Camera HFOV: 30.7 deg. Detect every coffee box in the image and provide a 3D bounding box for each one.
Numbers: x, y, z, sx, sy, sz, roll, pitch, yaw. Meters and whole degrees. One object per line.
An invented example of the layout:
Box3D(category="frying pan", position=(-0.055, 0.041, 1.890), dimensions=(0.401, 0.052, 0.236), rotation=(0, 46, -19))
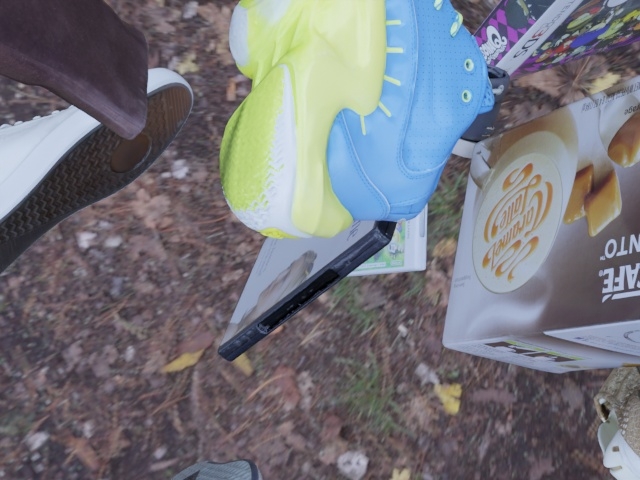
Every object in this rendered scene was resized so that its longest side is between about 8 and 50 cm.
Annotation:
Box3D(category="coffee box", position=(0.178, -0.005, 0.648), dimensions=(0.098, 0.246, 0.141), rotation=(15, 77, -21))

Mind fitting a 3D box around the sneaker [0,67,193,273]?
Box3D(category="sneaker", position=(-0.253, -0.079, 1.021), dimensions=(0.290, 0.106, 0.123), rotation=(-36, 63, -6))

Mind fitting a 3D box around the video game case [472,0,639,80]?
Box3D(category="video game case", position=(0.254, -0.217, 0.982), dimensions=(0.232, 0.210, 0.041), rotation=(-19, 76, -28))

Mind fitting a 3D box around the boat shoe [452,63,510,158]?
Box3D(category="boat shoe", position=(0.041, -0.113, 0.735), dimensions=(0.065, 0.206, 0.075), rotation=(-58, 41, 17))

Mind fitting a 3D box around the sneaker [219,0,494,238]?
Box3D(category="sneaker", position=(0.023, -0.117, 0.563), dimensions=(0.126, 0.091, 0.240), rotation=(7, 94, -31))

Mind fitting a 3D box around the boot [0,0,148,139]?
Box3D(category="boot", position=(-0.173, -0.124, 0.645), dimensions=(0.090, 0.248, 0.207), rotation=(-42, 121, 18))

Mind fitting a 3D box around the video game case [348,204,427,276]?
Box3D(category="video game case", position=(0.098, -0.044, 1.854), dimensions=(0.023, 0.212, 0.193), rotation=(7, 82, -32))

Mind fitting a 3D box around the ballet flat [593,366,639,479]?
Box3D(category="ballet flat", position=(0.218, 0.130, 0.766), dimensions=(0.073, 0.206, 0.067), rotation=(40, 100, 5))

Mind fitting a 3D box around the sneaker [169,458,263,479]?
Box3D(category="sneaker", position=(-0.075, 0.307, 1.169), dimensions=(0.086, 0.226, 0.163), rotation=(-31, 93, -19))

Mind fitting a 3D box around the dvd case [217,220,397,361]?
Box3D(category="dvd case", position=(0.000, 0.000, 1.141), dimensions=(0.022, 0.180, 0.253), rotation=(39, 130, -16))
